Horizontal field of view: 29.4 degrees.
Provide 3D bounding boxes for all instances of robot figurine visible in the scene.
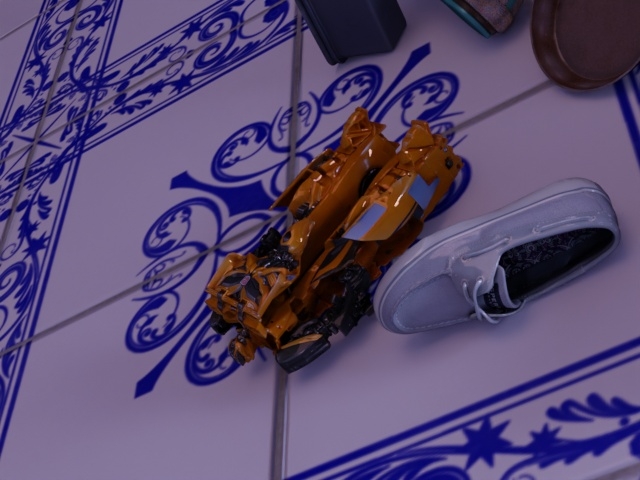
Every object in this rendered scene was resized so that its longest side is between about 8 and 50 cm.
[{"bbox_3d":[0.000,0.000,1.217,0.291,0.085,0.211,-49,33,-14],"label":"robot figurine"}]

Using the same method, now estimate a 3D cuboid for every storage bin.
[{"bbox_3d":[0.044,-0.288,1.485,0.091,0.135,0.098,4,51,33],"label":"storage bin"}]

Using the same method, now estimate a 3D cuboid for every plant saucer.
[{"bbox_3d":[0.277,-0.227,1.201,0.168,0.029,0.168,-10,77,50],"label":"plant saucer"}]

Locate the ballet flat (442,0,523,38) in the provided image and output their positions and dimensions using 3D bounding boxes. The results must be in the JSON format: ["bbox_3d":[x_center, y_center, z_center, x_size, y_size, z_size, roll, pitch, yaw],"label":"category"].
[{"bbox_3d":[0.141,-0.341,1.437,0.106,0.107,0.316,-52,49,8],"label":"ballet flat"}]

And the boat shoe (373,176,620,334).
[{"bbox_3d":[0.149,0.025,1.044,0.227,0.079,0.081,-29,30,11],"label":"boat shoe"}]
